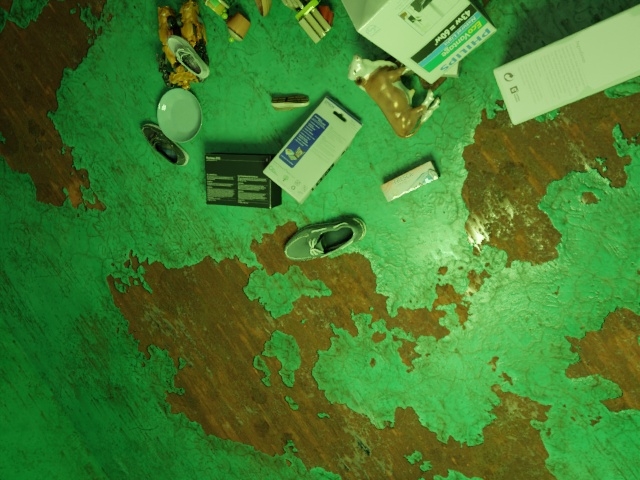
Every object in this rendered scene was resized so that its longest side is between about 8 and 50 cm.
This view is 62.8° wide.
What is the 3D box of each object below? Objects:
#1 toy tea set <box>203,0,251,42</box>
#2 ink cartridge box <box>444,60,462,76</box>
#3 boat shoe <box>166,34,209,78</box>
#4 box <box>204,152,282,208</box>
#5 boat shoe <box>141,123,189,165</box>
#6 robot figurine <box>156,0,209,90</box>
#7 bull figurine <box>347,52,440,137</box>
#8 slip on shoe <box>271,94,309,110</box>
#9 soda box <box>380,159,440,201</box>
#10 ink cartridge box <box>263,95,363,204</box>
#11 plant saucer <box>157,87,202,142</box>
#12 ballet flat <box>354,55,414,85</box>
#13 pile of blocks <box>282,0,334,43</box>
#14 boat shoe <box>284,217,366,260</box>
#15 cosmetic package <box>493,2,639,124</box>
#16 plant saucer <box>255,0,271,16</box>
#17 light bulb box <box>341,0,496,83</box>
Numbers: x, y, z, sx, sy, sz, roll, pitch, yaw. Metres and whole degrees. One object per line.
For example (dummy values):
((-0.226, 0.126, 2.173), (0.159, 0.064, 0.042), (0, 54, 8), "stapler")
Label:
((-0.391, -0.781, 1.736), (0.336, 0.200, 0.124), (43, 104, 2), "toy tea set")
((0.373, -0.562, 1.549), (0.089, 0.092, 0.143), (9, 103, 19), "ink cartridge box")
((-0.456, -0.623, 1.773), (0.066, 0.063, 0.184), (-38, 93, 15), "boat shoe")
((-0.273, -0.217, 1.861), (0.261, 0.103, 0.184), (6, 105, 20), "box")
((-0.597, -0.359, 1.966), (0.228, 0.076, 0.080), (44, 112, 7), "boat shoe")
((-0.481, -0.679, 1.850), (0.211, 0.085, 0.291), (-1, 100, 21), "robot figurine")
((0.223, -0.462, 1.592), (0.188, 0.101, 0.310), (-30, 114, 23), "bull figurine")
((-0.101, -0.461, 1.779), (0.135, 0.051, 0.041), (0, 141, 13), "slip on shoe")
((0.287, -0.190, 1.680), (0.183, 0.058, 0.063), (-26, 91, 24), "soda box")
((-0.022, -0.297, 1.732), (0.165, 0.065, 0.333), (40, 89, 8), "ink cartridge box")
((-0.511, -0.460, 1.933), (0.195, 0.037, 0.195), (4, 102, 20), "plant saucer")
((0.219, -0.540, 1.630), (0.249, 0.058, 0.084), (-15, 97, 23), "ballet flat")
((-0.068, -0.795, 1.634), (0.112, 0.149, 0.362), (-35, 87, 23), "pile of blocks")
((0.000, 0.000, 1.806), (0.319, 0.099, 0.116), (-18, 95, 23), "boat shoe")
((0.705, -0.464, 1.372), (0.453, 0.230, 0.162), (-21, 94, 24), "cosmetic package")
((-0.196, -0.820, 1.666), (0.037, 0.200, 0.200), (-19, 95, -6), "plant saucer")
((0.222, -0.664, 1.367), (0.225, 0.361, 0.358), (-36, 60, 31), "light bulb box")
